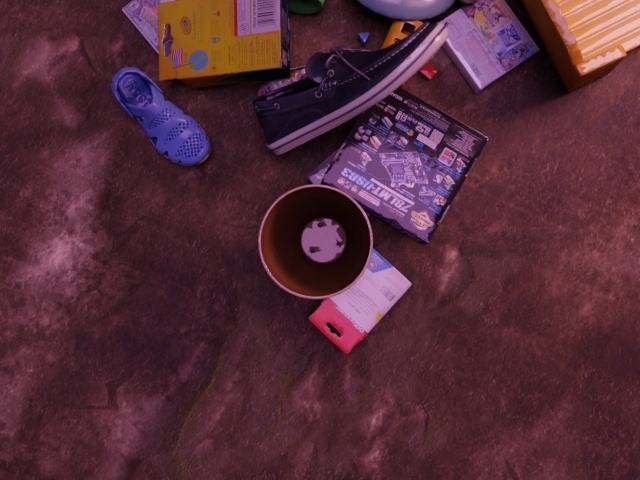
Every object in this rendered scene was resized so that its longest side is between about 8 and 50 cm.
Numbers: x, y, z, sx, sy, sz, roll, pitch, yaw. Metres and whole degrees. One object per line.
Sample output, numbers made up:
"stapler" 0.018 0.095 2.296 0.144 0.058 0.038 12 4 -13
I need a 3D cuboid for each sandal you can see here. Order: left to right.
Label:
"sandal" -0.401 -0.306 1.313 0.317 0.138 0.126 42 85 0

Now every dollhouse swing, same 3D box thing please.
"dollhouse swing" 0.661 -0.587 1.271 0.305 0.315 0.346 -27 86 18

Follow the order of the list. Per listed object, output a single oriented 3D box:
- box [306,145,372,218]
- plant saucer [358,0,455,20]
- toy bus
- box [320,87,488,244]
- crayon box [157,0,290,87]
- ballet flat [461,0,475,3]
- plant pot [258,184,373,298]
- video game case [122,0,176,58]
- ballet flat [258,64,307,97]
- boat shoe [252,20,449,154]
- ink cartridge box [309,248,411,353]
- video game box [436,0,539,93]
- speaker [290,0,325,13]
"box" 0.110 -0.163 1.346 0.231 0.056 0.183 -41 88 -3
"plant saucer" 0.203 -0.684 1.335 0.318 0.043 0.317 3 69 -7
"toy bus" 0.187 -0.456 1.340 0.191 0.104 0.202 -22 87 -1
"box" 0.198 -0.187 1.284 0.296 0.073 0.293 30 86 1
"crayon box" -0.234 -0.488 1.308 0.319 0.081 0.202 -1 88 13
"ballet flat" 0.413 -0.670 1.338 0.072 0.068 0.213 46 65 -10
"plant pot" 0.000 0.000 1.231 0.237 0.254 0.237 0 91 5
"video game case" -0.376 -0.572 1.384 0.183 0.023 0.201 -40 87 -3
"ballet flat" -0.055 -0.406 1.348 0.222 0.079 0.076 -18 88 -1
"boat shoe" 0.043 -0.355 1.197 0.500 0.187 0.156 -21 110 34
"ink cartridge box" 0.094 0.146 1.316 0.134 0.078 0.231 43 87 3
"video game box" 0.419 -0.511 1.373 0.187 0.048 0.205 -34 88 0
"speaker" -0.032 -0.733 1.345 0.131 0.131 0.296 6 86 0
